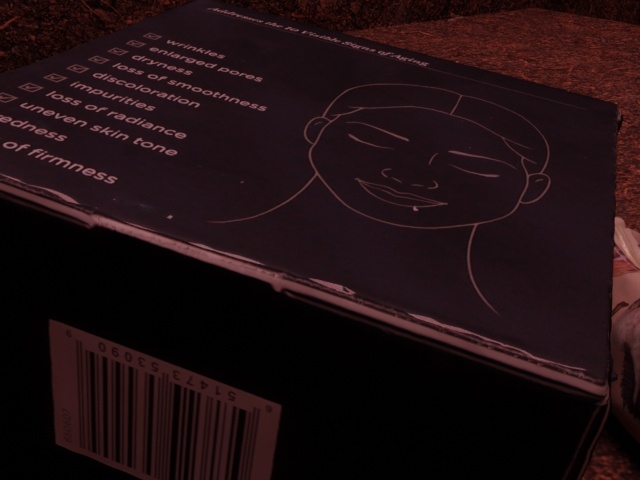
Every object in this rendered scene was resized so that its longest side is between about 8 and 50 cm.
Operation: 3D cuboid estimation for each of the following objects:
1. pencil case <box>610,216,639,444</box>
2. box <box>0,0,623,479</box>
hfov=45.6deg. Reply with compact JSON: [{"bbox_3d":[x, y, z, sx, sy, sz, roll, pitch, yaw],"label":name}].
[{"bbox_3d":[0.366,0.121,0.762,0.159,0.184,0.410,6,23,-13],"label":"pencil case"},{"bbox_3d":[-0.016,0.014,0.678,0.479,0.298,0.472,18,33,13],"label":"box"}]
